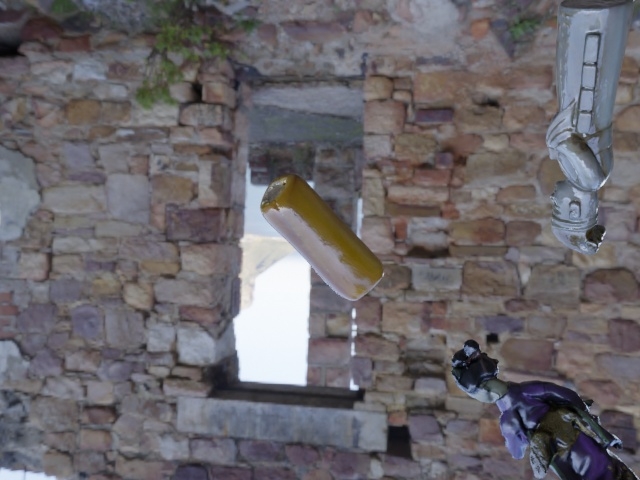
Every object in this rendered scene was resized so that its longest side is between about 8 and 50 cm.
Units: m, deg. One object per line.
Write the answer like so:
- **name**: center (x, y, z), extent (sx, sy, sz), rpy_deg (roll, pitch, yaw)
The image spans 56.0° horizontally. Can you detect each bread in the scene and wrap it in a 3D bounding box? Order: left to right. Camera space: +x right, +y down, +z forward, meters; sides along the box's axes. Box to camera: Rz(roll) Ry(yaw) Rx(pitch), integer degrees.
- **bread**: center (0.000, 0.000, 0.968), extent (0.092, 0.239, 0.074), rpy_deg (-33, -160, 34)

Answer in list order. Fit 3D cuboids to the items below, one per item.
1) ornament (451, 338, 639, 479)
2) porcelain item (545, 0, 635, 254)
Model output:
- **ornament**: center (0.183, 0.161, 0.469), extent (0.203, 0.081, 0.088), rpy_deg (36, -143, 29)
- **porcelain item**: center (0.220, -0.089, 0.502), extent (0.054, 0.213, 0.084), rpy_deg (13, -145, 33)
